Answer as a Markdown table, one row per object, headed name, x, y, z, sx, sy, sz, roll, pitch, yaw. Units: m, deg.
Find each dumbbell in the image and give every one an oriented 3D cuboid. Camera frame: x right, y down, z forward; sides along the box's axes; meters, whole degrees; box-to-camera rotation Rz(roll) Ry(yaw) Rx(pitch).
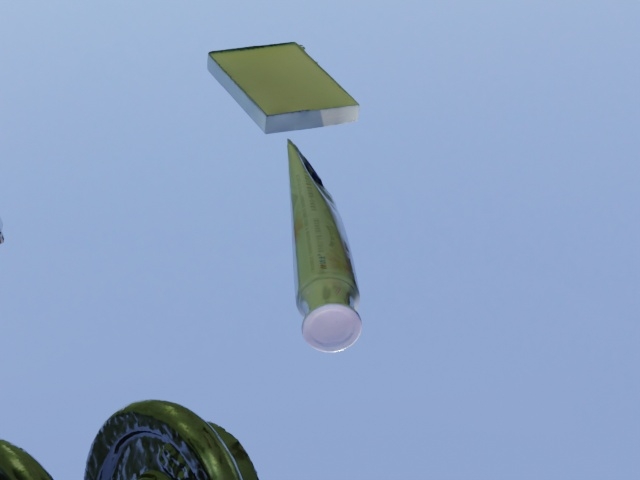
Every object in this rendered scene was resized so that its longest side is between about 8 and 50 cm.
| name | x | y | z | sx | sy | sz | roll | pitch | yaw |
| --- | --- | --- | --- | --- | --- | --- | --- | --- | --- |
| dumbbell | -0.168 | 0.217 | 1.019 | 0.290 | 0.192 | 0.192 | -9 | -164 | -42 |

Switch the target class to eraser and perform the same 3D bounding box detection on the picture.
| name | x | y | z | sx | sy | sz | roll | pitch | yaw |
| --- | --- | --- | --- | --- | --- | --- | --- | --- | --- |
| eraser | -0.038 | -0.155 | 1.427 | 0.104 | 0.023 | 0.150 | -10 | -144 | -25 |

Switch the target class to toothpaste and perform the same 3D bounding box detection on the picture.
| name | x | y | z | sx | sy | sz | roll | pitch | yaw |
| --- | --- | --- | --- | --- | --- | --- | --- | --- | --- |
| toothpaste | 0.000 | 0.000 | 1.513 | 0.066 | 0.100 | 0.323 | -31 | -151 | 14 |

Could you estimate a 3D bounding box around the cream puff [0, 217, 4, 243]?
| name | x | y | z | sx | sy | sz | roll | pitch | yaw |
| --- | --- | --- | --- | --- | --- | --- | --- | --- | --- |
| cream puff | -0.329 | -0.076 | 0.738 | 0.229 | 0.350 | 0.350 | -22 | -159 | 4 |
